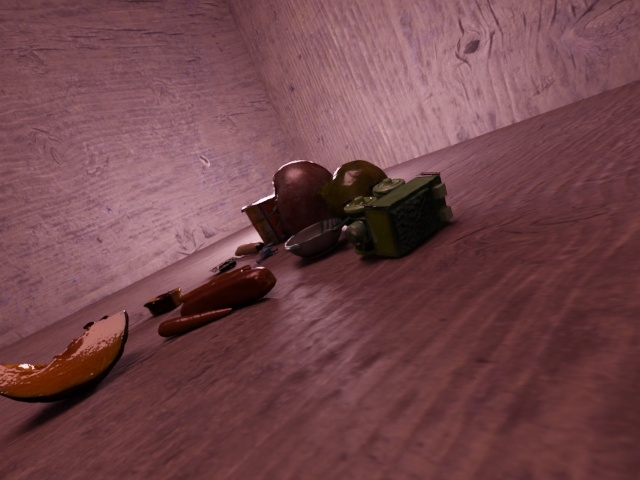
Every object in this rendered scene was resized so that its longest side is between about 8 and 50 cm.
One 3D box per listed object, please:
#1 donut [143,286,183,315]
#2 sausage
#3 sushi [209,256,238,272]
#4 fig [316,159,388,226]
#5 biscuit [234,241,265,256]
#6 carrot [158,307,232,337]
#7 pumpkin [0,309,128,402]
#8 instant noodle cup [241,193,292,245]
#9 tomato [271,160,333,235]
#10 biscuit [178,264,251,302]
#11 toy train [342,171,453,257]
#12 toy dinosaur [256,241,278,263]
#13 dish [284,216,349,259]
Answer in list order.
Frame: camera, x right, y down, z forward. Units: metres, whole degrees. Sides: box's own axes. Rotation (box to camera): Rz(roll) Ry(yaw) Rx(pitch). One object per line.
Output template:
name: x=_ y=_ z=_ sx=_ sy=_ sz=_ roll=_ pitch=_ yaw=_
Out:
donut: x=-0.561 y=0.221 z=1.483 sx=0.140 sy=0.059 sz=0.140 roll=-24 pitch=10 yaw=4
sausage: x=-0.254 y=0.144 z=1.109 sx=0.300 sy=0.083 sz=0.089 roll=-21 pitch=15 yaw=19
sushi: x=-0.420 y=0.116 z=1.811 sx=0.126 sy=0.026 sz=0.120 roll=-33 pitch=15 yaw=-22
fig: x=0.095 y=-0.173 z=1.381 sx=0.233 sy=0.233 sz=0.314 roll=-29 pitch=52 yaw=-28
biscuit: x=-0.332 y=0.040 z=1.916 sx=0.219 sy=0.055 sz=0.061 roll=-11 pitch=27 yaw=51
carrot: x=-0.328 y=0.209 z=1.075 sx=0.216 sy=0.048 sz=0.048 roll=-18 pitch=11 yaw=9
pumpkin: x=-0.580 y=0.312 z=0.969 sx=0.312 sy=0.148 sz=0.169 roll=-22 pitch=-32 yaw=-39
instant noodle cup: x=-0.197 y=-0.113 z=1.944 sx=0.296 sy=0.214 sz=0.296 roll=-23 pitch=10 yaw=4
tomato: x=-0.067 y=-0.168 z=1.685 sx=0.283 sy=0.316 sz=0.317 roll=-8 pitch=8 yaw=-8
biscuit: x=-0.364 y=0.156 z=1.426 sx=0.280 sy=0.043 sz=0.183 roll=-28 pitch=6 yaw=1
toy train: x=0.184 y=-0.062 z=1.009 sx=0.272 sy=0.159 sz=0.188 roll=-31 pitch=22 yaw=-36
toy dinosaur: x=-0.215 y=0.041 z=1.670 sx=0.080 sy=0.045 sz=0.197 roll=-23 pitch=19 yaw=20
dish: x=0.000 y=0.000 z=1.280 sx=0.246 sy=0.078 sz=0.224 roll=-15 pitch=17 yaw=47
